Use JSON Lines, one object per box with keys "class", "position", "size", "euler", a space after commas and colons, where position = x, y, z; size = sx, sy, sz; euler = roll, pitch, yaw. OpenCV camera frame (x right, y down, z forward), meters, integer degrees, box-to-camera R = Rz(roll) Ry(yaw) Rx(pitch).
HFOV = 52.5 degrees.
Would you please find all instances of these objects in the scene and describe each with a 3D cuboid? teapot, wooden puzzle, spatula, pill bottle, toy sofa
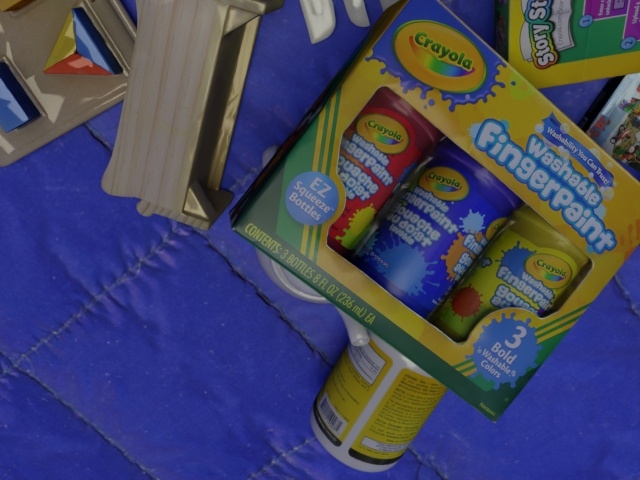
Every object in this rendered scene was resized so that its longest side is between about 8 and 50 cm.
{"class": "teapot", "position": [0.000, 0.000, 1.033], "size": [0.256, 0.187, 0.252], "euler": [20, 113, -3]}
{"class": "wooden puzzle", "position": [-0.467, -0.310, 0.982], "size": [0.348, 0.080, 0.322], "euler": [-25, 111, 14]}
{"class": "spatula", "position": [0.036, -0.425, 0.935], "size": [0.168, 0.019, 0.241], "euler": [-12, 109, 10]}
{"class": "pill bottle", "position": [0.130, 0.222, 1.127], "size": [0.188, 0.188, 0.333], "euler": [25, 114, -7]}
{"class": "toy sofa", "position": [-0.191, -0.214, 0.971], "size": [0.177, 0.150, 0.362], "euler": [18, 114, 1]}

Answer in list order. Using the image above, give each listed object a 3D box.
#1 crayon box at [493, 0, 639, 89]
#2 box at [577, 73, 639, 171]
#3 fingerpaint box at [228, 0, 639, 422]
{"class": "crayon box", "position": [0.372, -0.373, 0.771], "size": [0.314, 0.106, 0.362], "euler": [-7, 137, 8]}
{"class": "box", "position": [0.521, -0.221, 0.979], "size": [0.159, 0.044, 0.233], "euler": [26, 113, -8]}
{"class": "fingerpaint box", "position": [0.165, -0.039, 0.877], "size": [0.445, 0.163, 0.371], "euler": [38, 92, -13]}
